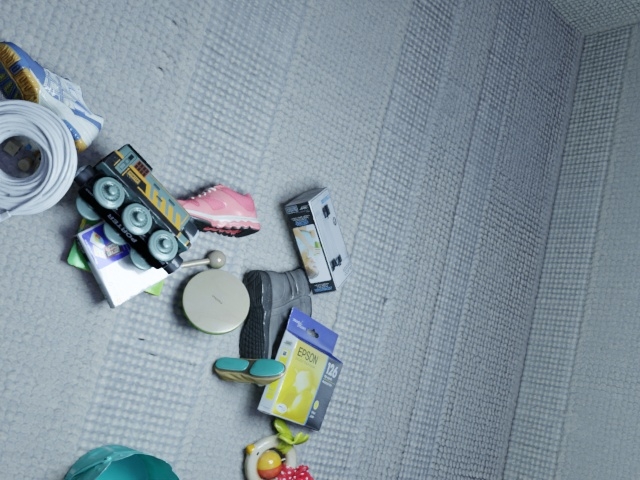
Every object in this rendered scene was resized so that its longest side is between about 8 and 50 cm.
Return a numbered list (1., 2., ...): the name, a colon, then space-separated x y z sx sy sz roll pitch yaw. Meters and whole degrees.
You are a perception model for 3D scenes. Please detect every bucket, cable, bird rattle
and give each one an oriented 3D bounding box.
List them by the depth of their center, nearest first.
1. cable: -0.677 -0.184 1.540 0.256 0.089 0.257 -18 98 -11
2. bucket: -0.493 0.639 1.679 0.281 0.183 0.282 1 88 -39
3. bird rattle: -0.130 0.658 2.042 0.206 0.143 0.254 -8 108 -27

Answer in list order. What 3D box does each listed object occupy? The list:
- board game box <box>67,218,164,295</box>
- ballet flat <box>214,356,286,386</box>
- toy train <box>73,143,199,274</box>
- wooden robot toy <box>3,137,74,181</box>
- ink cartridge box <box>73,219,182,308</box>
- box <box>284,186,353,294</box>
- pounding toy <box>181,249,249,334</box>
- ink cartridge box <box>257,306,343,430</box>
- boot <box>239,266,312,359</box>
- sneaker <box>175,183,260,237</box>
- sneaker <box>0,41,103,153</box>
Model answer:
1. board game box: -0.511 0.044 1.764 0.259 0.039 0.124 27 72 -38
2. ballet flat: -0.186 0.367 1.911 0.080 0.232 0.073 -52 135 -46
3. toy train: -0.437 -0.075 1.673 0.334 0.142 0.190 48 48 -19
4. wooden robot toy: -0.657 -0.188 1.638 0.173 0.079 0.076 22 109 -13
5. ink cartridge box: -0.481 0.032 1.737 0.208 0.045 0.207 -32 106 -34
6. box: 0.000 0.000 2.102 0.169 0.087 0.290 -42 118 -62
7. pounding toy: -0.307 0.161 1.903 0.182 0.110 0.237 -19 72 -26
8. ink cartridge box: -0.039 0.392 2.058 0.303 0.072 0.308 39 69 -53
9. boot: -0.116 0.249 2.038 0.222 0.118 0.339 4 93 -46
10. sneaker: -0.310 -0.093 1.901 0.313 0.115 0.136 9 68 -41
11. sneaker: -0.643 -0.350 1.634 0.297 0.111 0.131 56 41 -26
